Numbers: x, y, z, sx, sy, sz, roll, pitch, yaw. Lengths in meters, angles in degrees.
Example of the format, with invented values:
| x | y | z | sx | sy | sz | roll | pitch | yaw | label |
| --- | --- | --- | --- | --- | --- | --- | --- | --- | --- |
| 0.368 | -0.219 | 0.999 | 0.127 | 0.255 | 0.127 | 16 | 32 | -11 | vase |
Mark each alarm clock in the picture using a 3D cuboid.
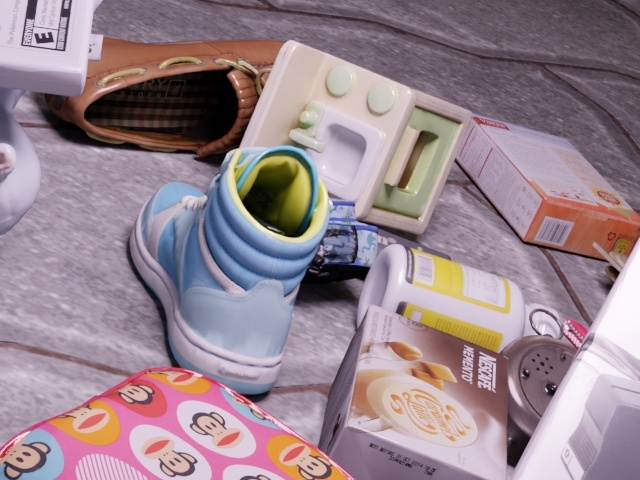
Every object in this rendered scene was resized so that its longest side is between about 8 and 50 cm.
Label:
| x | y | z | sx | sy | sz | roll | pitch | yaw | label |
| --- | --- | --- | --- | --- | --- | --- | --- | --- | --- |
| 0.213 | 0.136 | 1.853 | 0.129 | 0.064 | 0.192 | 21 | 44 | -17 | alarm clock |

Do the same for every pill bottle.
| x | y | z | sx | sy | sz | roll | pitch | yaw | label |
| --- | --- | --- | --- | --- | --- | --- | --- | --- | --- |
| 0.136 | 0.076 | 1.939 | 0.184 | 0.103 | 0.103 | 18 | 22 | -14 | pill bottle |

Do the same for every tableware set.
| x | y | z | sx | sy | sz | roll | pitch | yaw | label |
| --- | --- | --- | --- | --- | --- | --- | --- | --- | --- |
| 0.390 | 0.084 | 2.271 | 0.128 | 0.039 | 0.194 | 17 | 25 | -47 | tableware set |

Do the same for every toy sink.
| x | y | z | sx | sy | sz | roll | pitch | yaw | label |
| --- | --- | --- | --- | --- | --- | --- | --- | --- | --- |
| 0.042 | -0.105 | 2.116 | 0.131 | 0.152 | 0.234 | 25 | 5 | 30 | toy sink |

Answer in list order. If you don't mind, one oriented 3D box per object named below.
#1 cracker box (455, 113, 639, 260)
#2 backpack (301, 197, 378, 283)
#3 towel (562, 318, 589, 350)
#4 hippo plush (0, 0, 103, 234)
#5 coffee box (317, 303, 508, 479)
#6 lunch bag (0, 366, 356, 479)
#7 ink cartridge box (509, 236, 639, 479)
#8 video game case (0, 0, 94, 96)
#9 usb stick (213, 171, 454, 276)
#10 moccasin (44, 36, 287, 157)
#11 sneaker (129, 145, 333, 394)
| x | y | z | sx | sy | sz | roll | pitch | yaw | label |
| --- | --- | --- | --- | --- | --- | --- | --- | --- | --- |
| 0.281 | -0.065 | 2.465 | 0.156 | 0.067 | 0.232 | 13 | 25 | -27 | cracker box |
| 0.000 | 0.000 | 1.973 | 0.105 | 0.084 | 0.114 | -5 | -9 | 44 | backpack |
| 0.372 | 0.176 | 1.947 | 0.275 | 0.031 | 0.199 | 29 | 14 | -39 | towel |
| -0.334 | -0.092 | 1.799 | 0.294 | 0.234 | 0.236 | 0 | 59 | -16 | hippo plush |
| 0.078 | 0.164 | 1.681 | 0.141 | 0.098 | 0.246 | 23 | 22 | -2 | coffee box |
| -0.082 | 0.214 | 1.377 | 0.258 | 0.120 | 0.293 | 31 | 22 | 18 | lunch bag |
| 0.284 | 0.202 | 1.435 | 0.285 | 0.166 | 0.395 | 27 | 61 | 9 | ink cartridge box |
| -0.345 | -0.261 | 1.747 | 0.300 | 0.036 | 0.329 | 7 | 45 | -7 | video game case |
| 0.013 | -0.003 | 2.079 | 0.278 | 0.045 | 0.077 | 21 | 21 | -6 | usb stick |
| -0.111 | -0.154 | 2.178 | 0.380 | 0.139 | 0.147 | 7 | 28 | -35 | moccasin |
| -0.075 | -0.022 | 1.812 | 0.127 | 0.208 | 0.319 | 11 | 24 | -25 | sneaker |
